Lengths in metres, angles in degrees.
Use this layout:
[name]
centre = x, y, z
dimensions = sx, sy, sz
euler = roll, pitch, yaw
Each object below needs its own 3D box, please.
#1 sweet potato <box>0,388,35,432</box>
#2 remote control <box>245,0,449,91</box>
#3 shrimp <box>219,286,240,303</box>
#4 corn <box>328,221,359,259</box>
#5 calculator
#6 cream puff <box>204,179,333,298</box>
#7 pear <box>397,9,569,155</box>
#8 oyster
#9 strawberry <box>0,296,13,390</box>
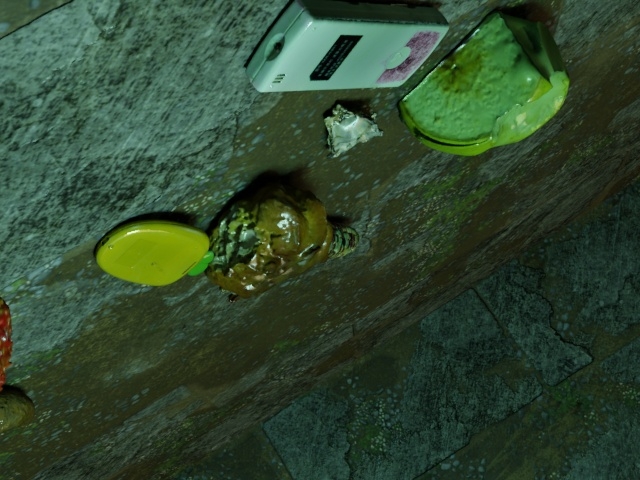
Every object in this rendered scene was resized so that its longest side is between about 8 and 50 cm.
[sweet potato]
centre = -0.616, 0.316, 1.676
dimensions = 0.114, 0.092, 0.341
euler = -24, 167, 25
[remote control]
centre = 0.050, -0.280, 1.372
dimensions = 0.344, 0.050, 0.145
euler = -13, 152, -49
[shrimp]
centre = -0.171, 0.100, 1.998
dimensions = 0.178, 0.034, 0.124
euler = -20, 164, -49
[corn]
centre = 0.000, 0.000, 1.954
dimensions = 0.086, 0.086, 0.253
euler = -43, 163, 24
[calculator]
centre = -0.266, 0.023, 1.564
dimensions = 0.146, 0.032, 0.235
euler = -41, 147, 24
[cream puff]
centre = -0.090, -0.006, 1.686
dimensions = 0.241, 0.154, 0.269
euler = -23, 166, -18
[pear]
centre = 0.327, -0.259, 1.717
dimensions = 0.286, 0.176, 0.282
euler = -42, 162, 26
[oyster]
centre = 0.056, -0.190, 1.613
dimensions = 0.109, 0.053, 0.165
euler = -14, 168, -2
[strawberry]
centre = -0.568, 0.210, 1.272
dimensions = 0.343, 0.292, 0.292
euler = -41, 167, -30
